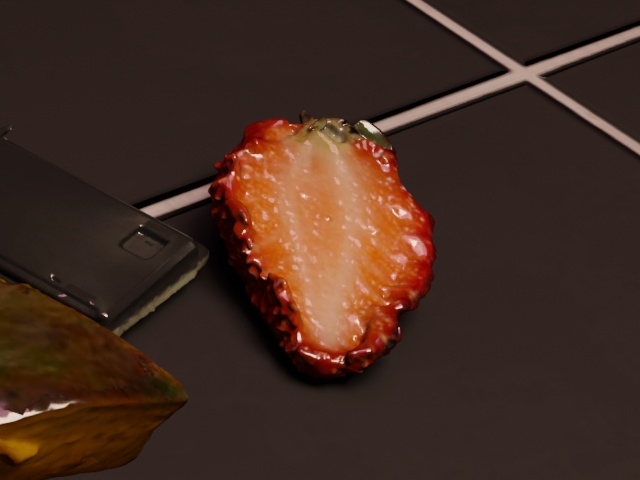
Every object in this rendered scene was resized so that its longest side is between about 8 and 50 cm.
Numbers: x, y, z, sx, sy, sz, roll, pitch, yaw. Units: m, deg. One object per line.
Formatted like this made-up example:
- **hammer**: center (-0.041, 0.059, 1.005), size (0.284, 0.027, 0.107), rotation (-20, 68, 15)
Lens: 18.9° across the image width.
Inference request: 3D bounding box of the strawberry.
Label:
- **strawberry**: center (-0.002, 0.002, 0.841), size (0.104, 0.048, 0.152), rotation (14, 48, -14)

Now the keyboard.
- **keyboard**: center (-0.162, -0.026, 0.836), size (0.230, 0.025, 0.093), rotation (28, 38, 18)

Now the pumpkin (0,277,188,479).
- **pumpkin**: center (-0.223, 0.063, 0.629), size (0.290, 0.095, 0.258), rotation (24, 47, 29)
